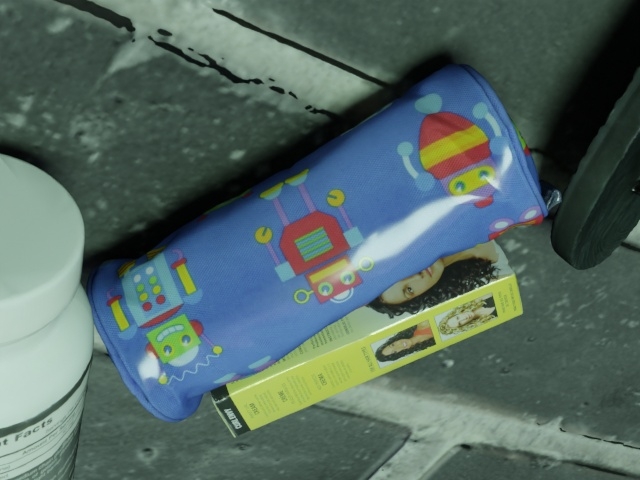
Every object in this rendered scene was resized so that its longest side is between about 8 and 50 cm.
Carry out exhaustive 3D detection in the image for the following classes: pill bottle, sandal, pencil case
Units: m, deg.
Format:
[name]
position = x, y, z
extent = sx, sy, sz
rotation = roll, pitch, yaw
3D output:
[pill bottle]
position = -0.226, 0.090, 0.755
extent = 0.162, 0.162, 0.278
rotation = -3, 134, -22
[sandal]
position = 0.294, -0.127, 0.767
extent = 0.167, 0.107, 0.446
rotation = -18, 147, -50
[pencil case]
position = 0.000, 0.000, 0.799
extent = 0.306, 0.133, 0.119
rotation = -29, 96, 5

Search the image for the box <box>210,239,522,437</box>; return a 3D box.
[box]
position = 0.024, 0.054, 0.890
extent = 0.232, 0.087, 0.058
rotation = -24, 141, -1
